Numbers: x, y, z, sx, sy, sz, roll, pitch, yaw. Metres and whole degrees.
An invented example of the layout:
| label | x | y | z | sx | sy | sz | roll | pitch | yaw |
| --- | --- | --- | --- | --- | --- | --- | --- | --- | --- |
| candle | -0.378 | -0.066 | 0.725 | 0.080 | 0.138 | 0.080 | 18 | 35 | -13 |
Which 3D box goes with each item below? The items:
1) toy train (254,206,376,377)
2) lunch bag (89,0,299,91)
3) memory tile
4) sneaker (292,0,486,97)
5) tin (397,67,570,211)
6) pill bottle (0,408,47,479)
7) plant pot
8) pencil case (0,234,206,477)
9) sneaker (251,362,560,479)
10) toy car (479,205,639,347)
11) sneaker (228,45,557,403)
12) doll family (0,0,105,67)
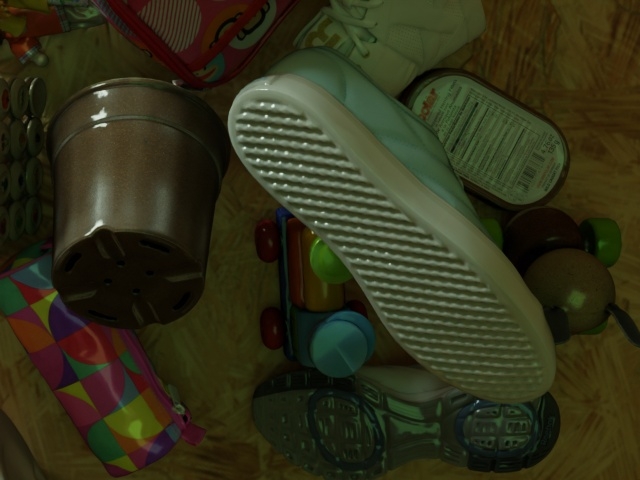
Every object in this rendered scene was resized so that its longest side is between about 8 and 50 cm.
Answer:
| label | x | y | z | sx | sy | sz | roll | pitch | yaw |
| --- | --- | --- | --- | --- | --- | --- | --- | --- | --- |
| toy train | 0.000 | 0.000 | 1.078 | 0.105 | 0.143 | 0.248 | -4 | 98 | -12 |
| lunch bag | -0.073 | -0.282 | 0.995 | 0.293 | 0.120 | 0.258 | -50 | 148 | -4 |
| memory tile | -0.271 | -0.072 | 1.031 | 0.012 | 0.113 | 0.148 | 4 | 98 | 8 |
| sneaker | 0.043 | -0.213 | 1.012 | 0.169 | 0.292 | 0.108 | -40 | 60 | -1 |
| tin | 0.163 | -0.100 | 1.156 | 0.190 | 0.040 | 0.106 | 27 | 87 | -13 |
| pill bottle | -0.421 | 0.318 | 0.992 | 0.392 | 0.224 | 0.224 | -26 | 101 | -7 |
| plant pot | -0.160 | -0.024 | 0.996 | 0.167 | 0.165 | 0.167 | -3 | 137 | -3 |
| pencil case | -0.208 | 0.105 | 1.073 | 0.104 | 0.104 | 0.236 | -34 | 103 | -6 |
| sneaker | 0.081 | 0.170 | 1.139 | 0.297 | 0.129 | 0.111 | 3 | 99 | 6 |
| toy car | 0.230 | 0.062 | 1.101 | 0.155 | 0.188 | 0.148 | 0 | 112 | -12 |
| sneaker | 0.091 | -0.026 | 0.993 | 0.366 | 0.135 | 0.150 | 49 | 45 | -13 |
| doll family | -0.282 | -0.278 | 0.997 | 0.163 | 0.118 | 0.262 | -15 | 100 | -9 |
